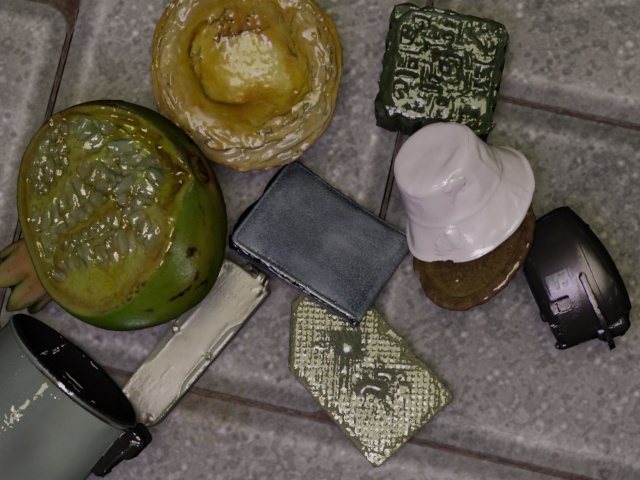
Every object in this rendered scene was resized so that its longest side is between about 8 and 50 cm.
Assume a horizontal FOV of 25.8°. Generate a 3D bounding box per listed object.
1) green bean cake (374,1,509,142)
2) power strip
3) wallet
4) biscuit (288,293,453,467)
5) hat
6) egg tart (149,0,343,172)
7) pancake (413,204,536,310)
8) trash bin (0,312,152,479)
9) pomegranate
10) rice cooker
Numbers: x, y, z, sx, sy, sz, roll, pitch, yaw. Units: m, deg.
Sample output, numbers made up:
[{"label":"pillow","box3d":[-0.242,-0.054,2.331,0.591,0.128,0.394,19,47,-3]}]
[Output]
[{"label":"green bean cake","box3d":[0.169,-0.235,1.949,0.173,0.094,0.181,12,83,3]},{"label":"power strip","box3d":[-0.178,0.147,1.927,0.080,0.048,0.286,38,85,9]},{"label":"wallet","box3d":[0.000,0.001,1.923,0.222,0.036,0.167,32,62,6]},{"label":"biscuit","box3d":[0.049,0.171,1.914,0.150,0.052,0.252,-40,80,-5]},{"label":"hat","box3d":[0.175,-0.081,1.867,0.203,0.126,0.203,-20,44,21]},{"label":"egg tart","box3d":[-0.101,-0.232,1.945,0.288,0.118,0.288,0,79,0]},{"label":"pancake","box3d":[0.207,0.004,1.895,0.199,0.021,0.199,-21,50,28]},{"label":"trash bin","box3d":[-0.405,0.260,1.818,0.277,0.217,0.262,43,92,8]},{"label":"pomegranate","box3d":[-0.277,-0.015,1.885,0.358,0.216,0.310,-32,75,28]},{"label":"rice cooker","box3d":[0.343,0.056,1.880,0.118,0.142,0.203,-24,78,10]}]
